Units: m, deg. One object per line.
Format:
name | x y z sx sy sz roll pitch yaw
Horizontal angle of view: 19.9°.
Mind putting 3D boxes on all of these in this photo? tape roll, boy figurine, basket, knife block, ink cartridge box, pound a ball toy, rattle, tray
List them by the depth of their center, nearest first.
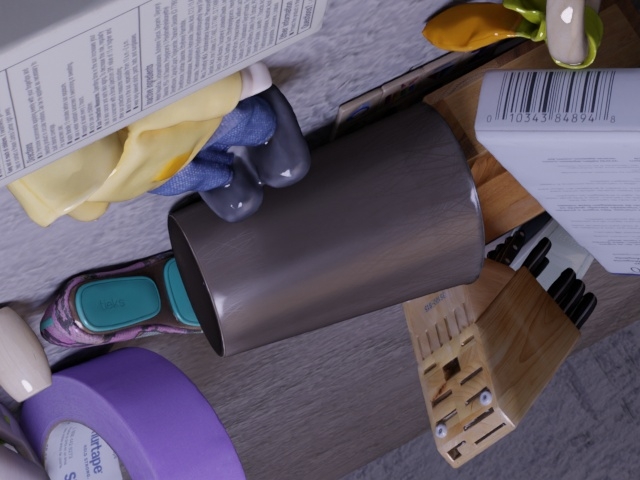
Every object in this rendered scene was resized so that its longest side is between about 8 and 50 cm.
boy figurine | -0.111 -0.064 1.207 0.177 0.092 0.285 -34 169 22
rattle | 0.145 -0.219 1.321 0.130 0.143 0.199 -60 156 -18
ink cartridge box | 0.333 -0.049 1.459 0.324 0.071 0.330 1 162 28
basket | 0.000 0.000 1.517 0.227 0.154 0.204 -21 162 -11
pound a ball toy | -0.296 0.189 1.598 0.208 0.135 0.319 -30 166 -4
tray | 0.167 -0.080 1.711 0.203 0.076 0.411 -30 169 -13
tape roll | -0.178 0.244 1.736 0.090 0.274 0.275 -21 163 -35
knife block | 0.205 0.111 1.850 0.242 0.275 0.088 19 134 -36

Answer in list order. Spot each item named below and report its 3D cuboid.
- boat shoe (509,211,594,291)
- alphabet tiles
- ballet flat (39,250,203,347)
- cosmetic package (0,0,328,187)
boat shoe | 0.321 -0.041 2.167 0.114 0.091 0.302 32 130 -23
alphabet tiles | 0.106 -0.124 1.605 0.237 0.009 0.198 -27 165 -16
ballet flat | -0.151 0.054 1.585 0.221 0.076 0.079 -10 173 -44
cosmetic package | -0.150 -0.114 0.909 0.309 0.113 0.160 -26 165 -14
